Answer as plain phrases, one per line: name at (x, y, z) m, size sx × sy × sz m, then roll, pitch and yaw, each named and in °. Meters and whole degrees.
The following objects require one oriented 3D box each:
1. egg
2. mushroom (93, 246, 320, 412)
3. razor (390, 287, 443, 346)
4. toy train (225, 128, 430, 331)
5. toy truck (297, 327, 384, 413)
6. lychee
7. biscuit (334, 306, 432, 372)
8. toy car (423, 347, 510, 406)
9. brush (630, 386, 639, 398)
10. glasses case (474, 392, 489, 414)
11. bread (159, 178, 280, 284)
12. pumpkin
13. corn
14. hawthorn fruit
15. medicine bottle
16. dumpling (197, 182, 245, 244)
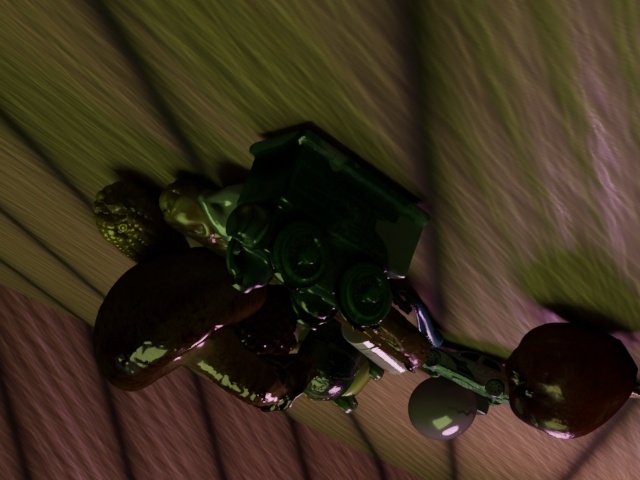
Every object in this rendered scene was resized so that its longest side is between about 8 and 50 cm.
egg at (0.281, 0.383, 2.047) m, size 0.146 × 0.146 × 0.199 m, roll 25°, pitch 157°, yaw -12°
mushroom at (-0.233, 0.191, 1.615) m, size 0.331 × 0.356 × 0.334 m, roll -13°, pitch -174°, yaw 25°
razor at (0.181, 0.142, 1.633) m, size 0.082 × 0.042 × 0.253 m, roll 43°, pitch 176°, yaw 35°
toy train at (0.000, 0.000, 1.164) m, size 0.266 × 0.202 × 0.145 m, roll 32°, pitch 159°, yaw -30°
toy truck at (0.047, 0.304, 2.128) m, size 0.210 × 0.148 × 0.187 m, roll 37°, pitch 173°, yaw 25°
lychee at (-0.171, 0.192, 1.873) m, size 0.271 × 0.236 × 0.236 m, roll 11°, pitch 171°, yaw -34°
biscuit at (0.075, 0.123, 1.587) m, size 0.296 × 0.075 × 0.296 m, roll 35°, pitch 171°, yaw 6°
toy car at (0.302, 0.263, 1.793) m, size 0.224 × 0.076 × 0.090 m, roll 24°, pitch 165°, yaw 20°
brush at (0.483, 0.280, 1.723) m, size 0.085 × 0.020 × 0.336 m, roll 28°, pitch 162°, yaw -20°
glasses case at (0.337, 0.397, 2.199) m, size 0.078 × 0.039 × 0.184 m, roll 28°, pitch 162°, yaw -17°
bread at (-0.150, -0.016, 1.485) m, size 0.269 × 0.098 × 0.087 m, roll 32°, pitch 118°, yaw -28°
pumpkin at (0.014, 0.262, 1.944) m, size 0.146 × 0.190 × 0.190 m, roll 12°, pitch 160°, yaw 21°
corn at (-0.320, -0.016, 1.632) m, size 0.119 × 0.119 × 0.322 m, roll 15°, pitch 163°, yaw 19°
hawthorn fruit at (0.394, 0.209, 1.384) m, size 0.202 × 0.185 × 0.185 m, roll -12°, pitch 169°, yaw -16°
medicine bottle at (0.122, 0.204, 1.811) m, size 0.086 × 0.086 × 0.183 m, roll 8°, pitch 159°, yaw 36°
dumpling at (-0.112, -0.026, 1.379) m, size 0.217 × 0.105 × 0.149 m, roll 32°, pitch 159°, yaw -32°
